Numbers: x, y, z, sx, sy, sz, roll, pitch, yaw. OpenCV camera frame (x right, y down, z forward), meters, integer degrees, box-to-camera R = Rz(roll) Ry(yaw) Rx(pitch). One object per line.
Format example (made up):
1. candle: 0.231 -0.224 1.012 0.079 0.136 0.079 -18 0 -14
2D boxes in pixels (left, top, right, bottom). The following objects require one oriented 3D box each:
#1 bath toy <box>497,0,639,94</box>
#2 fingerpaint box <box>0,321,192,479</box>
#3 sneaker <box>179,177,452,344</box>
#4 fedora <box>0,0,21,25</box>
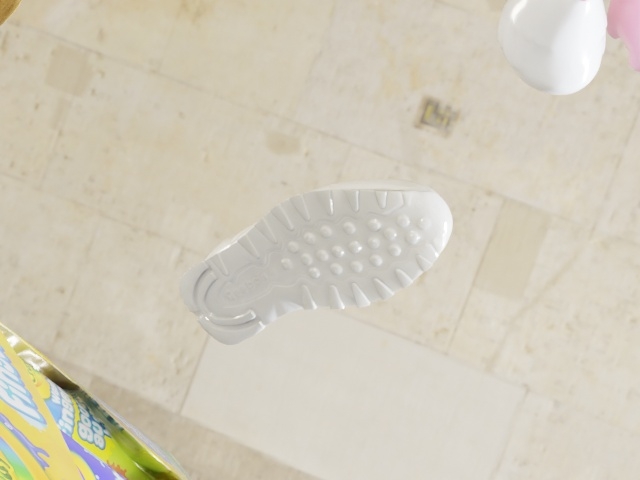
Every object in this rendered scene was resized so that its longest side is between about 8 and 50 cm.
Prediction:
1. bath toy: 0.324 -0.240 0.944 0.129 0.348 0.151 96 -27 -56
2. fingerpaint box: -0.192 0.199 0.678 0.371 0.163 0.445 46 -8 -31
3. sneaker: 0.000 0.000 0.740 0.235 0.090 0.095 -18 14 40
4. fedora: -0.245 -0.253 0.830 0.079 0.194 0.194 -5 19 -43
